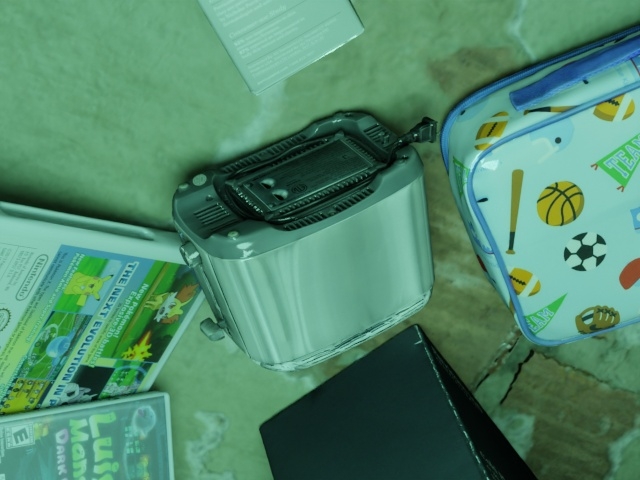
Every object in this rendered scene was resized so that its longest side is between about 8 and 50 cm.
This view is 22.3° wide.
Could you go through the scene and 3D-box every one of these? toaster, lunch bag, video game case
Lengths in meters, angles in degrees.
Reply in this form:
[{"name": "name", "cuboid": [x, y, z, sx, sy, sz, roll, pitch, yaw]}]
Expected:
[{"name": "toaster", "cuboid": [0.000, 0.000, 1.287, 0.227, 0.129, 0.146, -26, 127, -19]}, {"name": "lunch bag", "cuboid": [0.262, -0.062, 1.328, 0.303, 0.115, 0.243, -23, 119, 2]}, {"name": "video game case", "cuboid": [-0.194, 0.228, 1.325, 0.173, 0.022, 0.190, -6, 94, -37]}, {"name": "video game case", "cuboid": [-0.266, 0.115, 1.288, 0.300, 0.036, 0.329, 11, 118, -45]}]

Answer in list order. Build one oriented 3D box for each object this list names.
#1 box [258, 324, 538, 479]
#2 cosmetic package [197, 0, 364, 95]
[{"name": "box", "cuboid": [0.133, 0.306, 1.391, 0.179, 0.312, 0.343, -33, 120, 8]}, {"name": "cosmetic package", "cuboid": [-0.071, -0.238, 1.143, 0.107, 0.127, 0.238, -31, 119, 5]}]
